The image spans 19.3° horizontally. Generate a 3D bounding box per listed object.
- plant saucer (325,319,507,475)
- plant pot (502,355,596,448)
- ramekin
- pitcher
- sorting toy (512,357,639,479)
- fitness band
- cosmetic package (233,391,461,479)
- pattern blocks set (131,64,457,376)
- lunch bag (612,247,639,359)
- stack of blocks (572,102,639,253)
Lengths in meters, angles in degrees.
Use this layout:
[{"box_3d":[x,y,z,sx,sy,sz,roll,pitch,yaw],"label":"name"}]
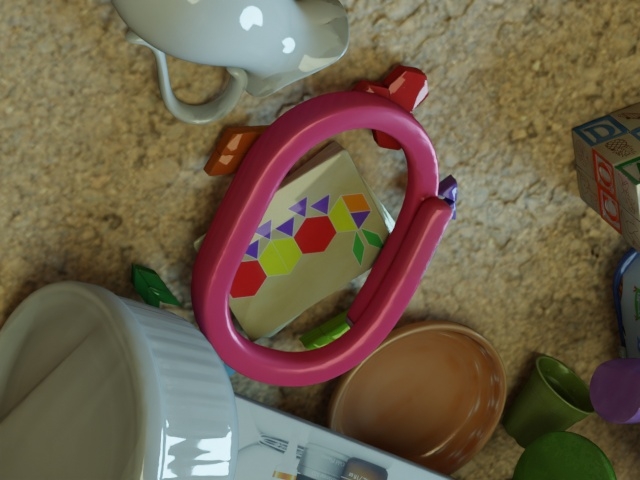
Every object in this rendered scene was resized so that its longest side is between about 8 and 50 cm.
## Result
[{"box_3d":[0.094,0.165,1.915,0.200,0.037,0.200,-11,122,-19],"label":"plant saucer"},{"box_3d":[0.233,0.177,1.969,0.083,0.083,0.079,25,116,-33],"label":"plant pot"},{"box_3d":[-0.185,0.174,1.659,0.127,0.273,0.273,6,115,-41],"label":"ramekin"},{"box_3d":[-0.102,-0.185,1.587,0.177,0.125,0.207,-39,139,18],"label":"pitcher"},{"box_3d":[0.271,0.280,1.937,0.126,0.127,0.366,6,116,-46],"label":"sorting toy"},{"box_3d":[0.000,0.000,1.740,0.209,0.054,0.291,18,108,-29],"label":"fitness band"},{"box_3d":[-0.008,0.329,1.821,0.377,0.097,0.284,24,87,-29],"label":"cosmetic package"},{"box_3d":[-0.019,0.000,1.775,0.324,0.026,0.285,-26,125,-10],"label":"pattern blocks set"},{"box_3d":[0.448,0.069,1.983,0.303,0.115,0.243,-26,129,-9],"label":"lunch bag"},{"box_3d":[0.419,-0.089,1.844,0.297,0.171,0.087,-21,124,-13],"label":"stack of blocks"}]
